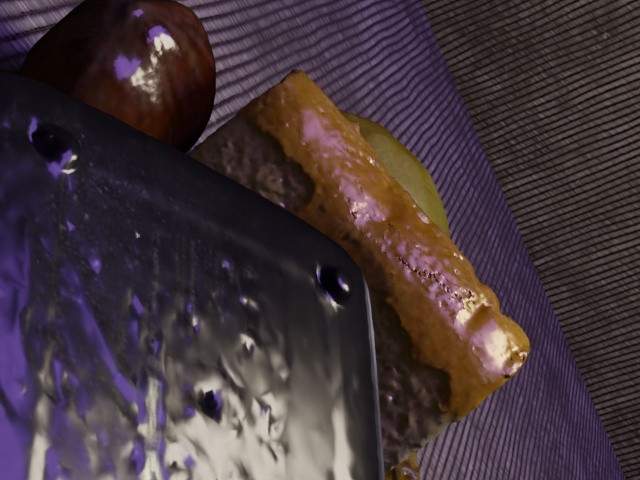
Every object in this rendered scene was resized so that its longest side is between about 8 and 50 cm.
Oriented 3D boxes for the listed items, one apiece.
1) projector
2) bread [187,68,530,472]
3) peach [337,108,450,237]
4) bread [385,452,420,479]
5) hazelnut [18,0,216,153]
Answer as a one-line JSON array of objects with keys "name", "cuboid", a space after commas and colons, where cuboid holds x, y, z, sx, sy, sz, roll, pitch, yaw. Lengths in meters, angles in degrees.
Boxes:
[{"name": "projector", "cuboid": [-0.152, 0.139, 0.788, 0.405, 0.242, 0.395, 28, 48, -41]}, {"name": "bread", "cuboid": [0.012, 0.033, 1.142, 0.375, 0.236, 0.165, 49, 6, 2]}, {"name": "peach", "cuboid": [0.005, 0.007, 1.373, 0.281, 0.314, 0.316, -45, 152, -45]}, {"name": "bread", "cuboid": [0.105, 0.386, 1.556, 0.077, 0.084, 0.368, 68, 12, -54]}, {"name": "hazelnut", "cuboid": [-0.208, -0.155, 1.137, 0.210, 0.186, 0.210, -14, 111, -41]}]
